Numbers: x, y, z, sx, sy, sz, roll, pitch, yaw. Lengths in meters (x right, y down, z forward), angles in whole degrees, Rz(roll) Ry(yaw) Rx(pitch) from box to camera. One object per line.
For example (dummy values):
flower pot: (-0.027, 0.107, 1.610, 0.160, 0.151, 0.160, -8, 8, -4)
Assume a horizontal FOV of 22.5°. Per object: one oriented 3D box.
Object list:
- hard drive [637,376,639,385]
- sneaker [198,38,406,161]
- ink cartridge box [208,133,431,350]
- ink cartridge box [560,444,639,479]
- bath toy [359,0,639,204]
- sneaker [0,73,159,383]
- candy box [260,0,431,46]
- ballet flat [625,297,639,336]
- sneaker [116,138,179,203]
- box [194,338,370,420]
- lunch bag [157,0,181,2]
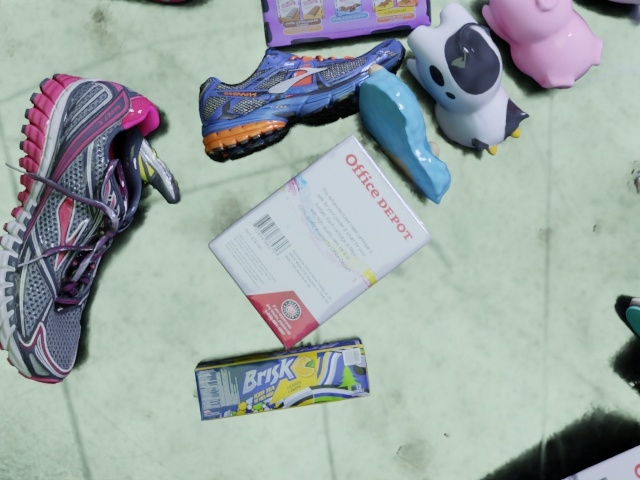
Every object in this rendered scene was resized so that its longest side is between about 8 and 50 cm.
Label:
hard drive: (0.504, 0.091, 1.562, 0.237, 0.064, 0.339, 44, 80, -5)
sneaker: (-0.022, -0.155, 1.577, 0.221, 0.083, 0.087, -21, 83, -4)
ink cartridge box: (0.000, 0.000, 1.553, 0.176, 0.127, 0.128, -37, 91, 1)
ink cartridge box: (0.264, 0.302, 1.536, 0.218, 0.092, 0.158, -27, 76, 15)
bath toy: (0.205, -0.189, 1.550, 0.348, 0.151, 0.129, -39, 68, -7)
sneaker: (-0.238, -0.009, 1.543, 0.112, 0.121, 0.299, 10, 91, 18)
candy box: (0.017, -0.286, 1.519, 0.165, 0.196, 0.070, -7, 49, 0)
ballet flat: (0.374, 0.107, 1.604, 0.168, 0.057, 0.052, 44, 63, -5)
sneaker: (-0.172, -0.068, 1.603, 0.035, 0.031, 0.083, -35, 82, 6)
box: (-0.037, 0.137, 1.590, 0.169, 0.059, 0.054, -8, 92, 0)
lunch bag: (-0.222, -0.383, 1.557, 0.293, 0.120, 0.258, 12, 87, -2)
